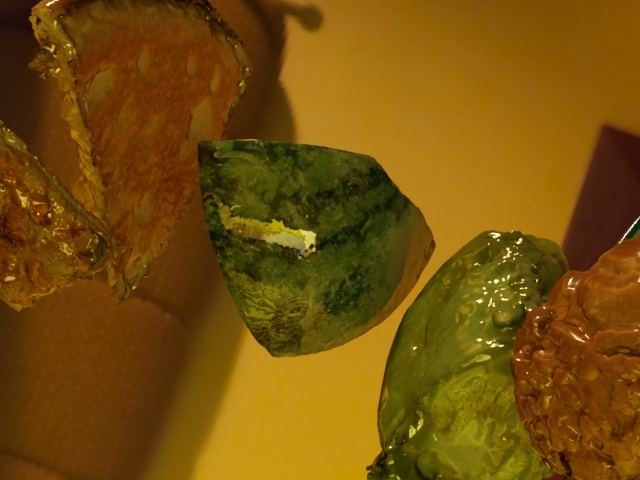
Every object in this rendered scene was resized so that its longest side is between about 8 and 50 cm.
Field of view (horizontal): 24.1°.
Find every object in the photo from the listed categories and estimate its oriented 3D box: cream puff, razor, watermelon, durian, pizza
[{"bbox_3d":[0.326,0.156,1.303,0.231,0.343,0.327,-57,165,-8],"label":"cream puff"},{"bbox_3d":[0.335,-0.011,1.524,0.191,0.037,0.068,-38,159,-31],"label":"razor"},{"bbox_3d":[0.000,0.000,1.725,0.176,0.260,0.256,-71,159,-73],"label":"watermelon"},{"bbox_3d":[0.181,0.142,1.654,0.256,0.204,0.340,-47,-161,35],"label":"durian"},{"bbox_3d":[-0.213,-0.190,1.934,0.392,0.080,0.435,-51,147,-42],"label":"pizza"},{"bbox_3d":[-0.291,-0.005,1.497,0.292,0.197,0.058,100,14,-52],"label":"pizza"}]
